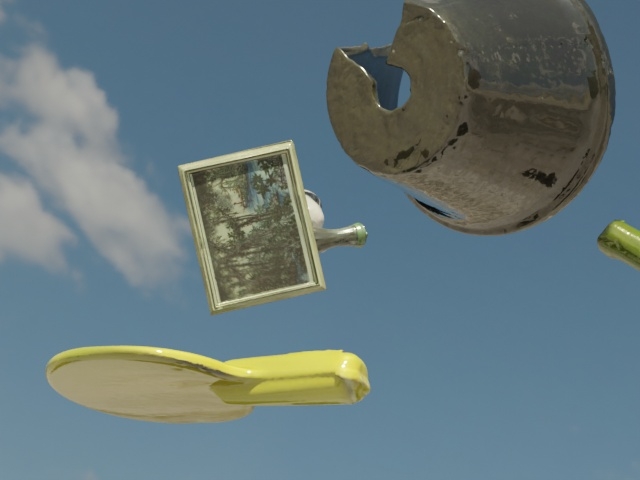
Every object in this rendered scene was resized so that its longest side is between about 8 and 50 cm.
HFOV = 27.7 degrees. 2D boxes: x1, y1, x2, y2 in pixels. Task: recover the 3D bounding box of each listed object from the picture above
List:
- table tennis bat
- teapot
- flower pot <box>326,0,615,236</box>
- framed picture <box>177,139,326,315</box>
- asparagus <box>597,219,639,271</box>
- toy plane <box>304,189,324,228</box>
[{"bbox_3d":[-0.122,0.150,1.382,0.368,0.054,0.224,-5,-26,24],"label":"table tennis bat"},{"bbox_3d":[0.000,0.000,1.571,0.110,0.043,0.043,-6,-22,-16],"label":"teapot"},{"bbox_3d":[0.171,-0.182,1.710,0.379,0.379,0.251,-4,-1,37],"label":"flower pot"},{"bbox_3d":[-0.081,-0.015,1.532,0.142,0.183,0.011,-12,0,-2],"label":"framed picture"},{"bbox_3d":[0.390,0.032,1.439,0.178,0.045,0.041,33,-24,35],"label":"asparagus"},{"bbox_3d":[-0.053,-0.045,1.905,0.174,0.080,0.174,36,-14,10],"label":"toy plane"}]
